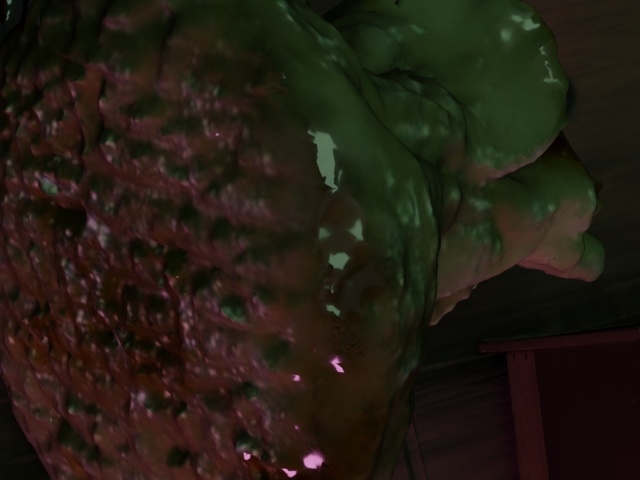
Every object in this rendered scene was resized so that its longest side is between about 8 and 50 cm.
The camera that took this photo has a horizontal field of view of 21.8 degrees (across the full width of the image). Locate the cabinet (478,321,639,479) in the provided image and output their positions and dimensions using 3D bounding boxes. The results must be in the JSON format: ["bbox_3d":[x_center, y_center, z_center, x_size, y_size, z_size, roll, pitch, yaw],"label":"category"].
[{"bbox_3d":[0.219,0.135,1.054,0.148,0.215,0.174,-5,86,-21],"label":"cabinet"}]

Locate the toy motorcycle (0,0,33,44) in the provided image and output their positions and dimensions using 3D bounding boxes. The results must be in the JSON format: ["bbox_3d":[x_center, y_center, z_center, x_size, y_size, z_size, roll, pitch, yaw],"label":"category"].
[{"bbox_3d":[-0.217,-0.171,0.965,0.212,0.084,0.118,26,77,-56],"label":"toy motorcycle"}]

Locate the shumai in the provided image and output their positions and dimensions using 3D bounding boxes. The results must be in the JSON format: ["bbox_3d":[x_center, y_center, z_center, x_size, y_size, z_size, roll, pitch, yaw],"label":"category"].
[{"bbox_3d":[0.000,0.000,0.948,0.323,0.324,0.397,-22,130,-40],"label":"shumai"}]
